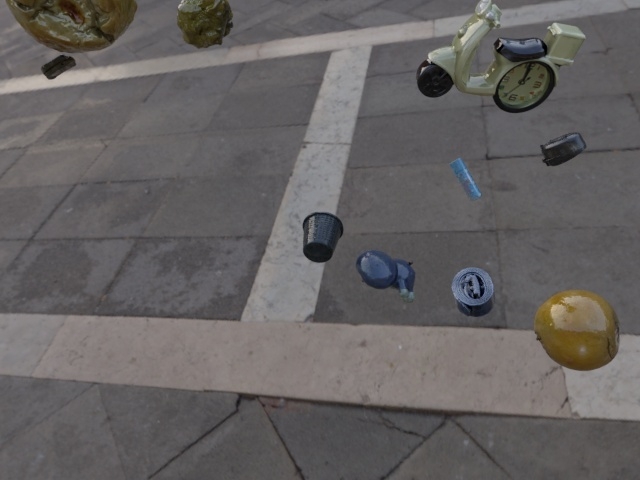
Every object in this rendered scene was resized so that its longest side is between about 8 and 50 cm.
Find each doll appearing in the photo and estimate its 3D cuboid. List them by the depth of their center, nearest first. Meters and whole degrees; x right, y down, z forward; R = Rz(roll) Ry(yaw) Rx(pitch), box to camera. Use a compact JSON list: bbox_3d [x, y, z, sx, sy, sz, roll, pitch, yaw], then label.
[{"bbox_3d":[0.255,0.132,1.810,0.259,0.153,0.228,10,30,-28],"label":"doll"}]

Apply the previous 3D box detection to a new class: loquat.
[{"bbox_3d":[0.825,0.284,1.474,0.264,0.262,0.262,-8,44,8],"label":"loquat"}]

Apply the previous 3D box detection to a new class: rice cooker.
[{"bbox_3d":[0.972,-0.366,1.847,0.165,0.106,0.112,-17,14,41],"label":"rice cooker"}]

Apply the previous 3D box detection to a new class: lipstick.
[{"bbox_3d":[0.515,-0.213,1.627,0.048,0.048,0.157,-27,86,-11],"label":"lipstick"}]

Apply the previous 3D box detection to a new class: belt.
[{"bbox_3d":[0.542,0.187,1.628,0.142,0.082,0.190,-12,37,16],"label":"belt"}]

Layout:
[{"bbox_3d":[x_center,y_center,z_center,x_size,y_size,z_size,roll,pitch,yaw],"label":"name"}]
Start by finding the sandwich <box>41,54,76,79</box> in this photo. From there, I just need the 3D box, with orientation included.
[{"bbox_3d":[-0.585,-0.390,1.030,0.101,0.026,0.069,-17,19,21],"label":"sandwich"}]

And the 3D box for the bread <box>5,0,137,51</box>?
[{"bbox_3d":[-0.475,-0.471,0.871,0.245,0.244,0.134,-23,48,-7],"label":"bread"}]

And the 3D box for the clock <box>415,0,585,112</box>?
[{"bbox_3d":[0.472,-0.489,1.238,0.380,0.276,0.120,8,46,-10],"label":"clock"}]

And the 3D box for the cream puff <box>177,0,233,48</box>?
[{"bbox_3d":[-0.259,-0.521,1.085,0.116,0.146,0.146,28,58,21],"label":"cream puff"}]

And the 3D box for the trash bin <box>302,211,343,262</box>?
[{"bbox_3d":[0.000,0.000,1.855,0.176,0.175,0.160,-3,44,14],"label":"trash bin"}]
